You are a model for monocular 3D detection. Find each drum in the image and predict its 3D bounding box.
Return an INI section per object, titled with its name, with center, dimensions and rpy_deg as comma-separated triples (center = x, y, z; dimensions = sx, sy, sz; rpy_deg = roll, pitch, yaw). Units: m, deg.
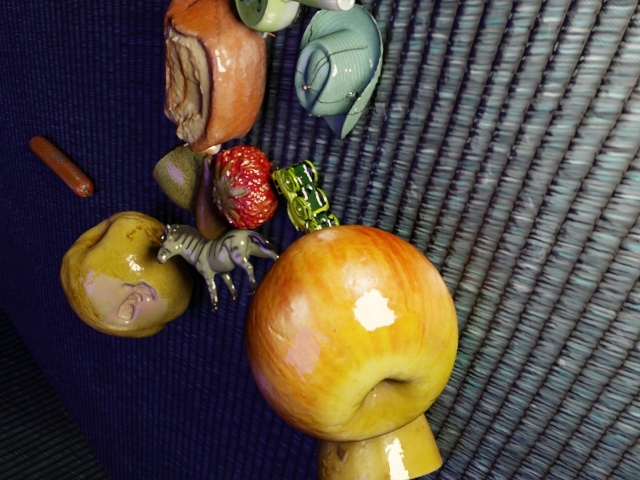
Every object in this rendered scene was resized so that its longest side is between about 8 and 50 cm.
[drum]
center = -0.037, -0.340, 0.977
dimensions = 0.253, 0.049, 0.130
rpy_deg = 7, 103, 58

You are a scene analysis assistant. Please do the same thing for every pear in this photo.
[pear]
center = -0.399, 0.077, 1.590
dimensions = 0.271, 0.271, 0.271
rpy_deg = 32, 133, 41

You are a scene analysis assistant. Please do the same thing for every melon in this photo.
[melon]
center = -0.256, -0.105, 1.424
dimensions = 0.128, 0.079, 0.160
rpy_deg = 59, 146, 14

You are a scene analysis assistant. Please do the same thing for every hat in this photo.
[hat]
center = 0.010, -0.213, 0.986
dimensions = 0.138, 0.078, 0.191
rpy_deg = 54, 145, 27

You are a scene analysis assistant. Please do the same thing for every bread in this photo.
[bread]
center = -0.166, -0.250, 1.175
dimensions = 0.190, 0.123, 0.244
rpy_deg = 36, 137, 36

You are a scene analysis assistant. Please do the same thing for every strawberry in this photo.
[strawberry]
center = -0.131, -0.087, 1.256
dimensions = 0.145, 0.086, 0.145
rpy_deg = 29, 131, 40

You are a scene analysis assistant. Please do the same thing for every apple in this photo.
[apple]
center = 0.040, 0.116, 0.978
dimensions = 0.233, 0.286, 0.286
rpy_deg = -121, 30, -43

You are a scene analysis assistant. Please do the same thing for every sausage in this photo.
[sausage]
center = -0.680, -0.198, 1.988
dimensions = 0.348, 0.053, 0.053
rpy_deg = 37, 136, 38

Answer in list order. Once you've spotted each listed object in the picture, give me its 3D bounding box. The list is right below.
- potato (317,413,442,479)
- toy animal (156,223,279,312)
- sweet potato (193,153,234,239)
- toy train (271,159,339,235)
[potato]
center = 0.074, 0.273, 1.125
dimensions = 0.203, 0.178, 0.158
rpy_deg = 130, 129, -69
[toy animal]
center = -0.176, 0.025, 1.328
dimensions = 0.217, 0.073, 0.176
rpy_deg = -24, 93, 29
[sweet potato]
center = -0.191, -0.052, 1.376
dimensions = 0.077, 0.077, 0.244
rpy_deg = 37, 132, 37
[toy train]
center = 0.000, 0.000, 1.156
dimensions = 0.085, 0.053, 0.250
rpy_deg = -18, 95, 65
